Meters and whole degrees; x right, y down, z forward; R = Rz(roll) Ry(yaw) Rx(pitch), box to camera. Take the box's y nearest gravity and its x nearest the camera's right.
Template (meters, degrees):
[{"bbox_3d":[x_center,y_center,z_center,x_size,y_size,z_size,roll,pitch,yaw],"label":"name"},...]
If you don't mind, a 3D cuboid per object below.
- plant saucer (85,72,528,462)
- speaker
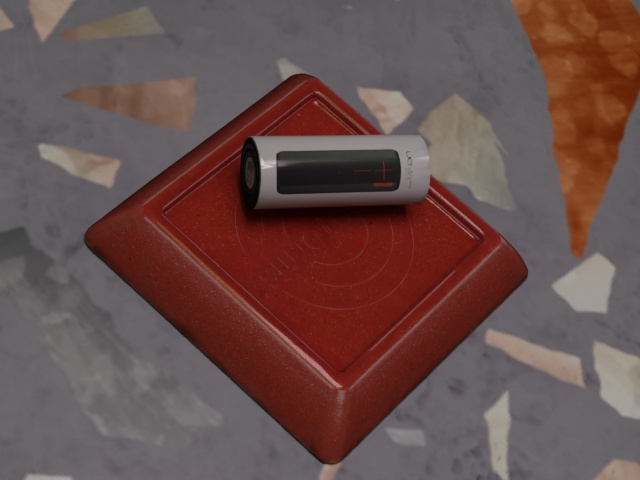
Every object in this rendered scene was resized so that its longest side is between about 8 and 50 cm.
[{"bbox_3d":[0.000,0.000,1.240,0.259,0.048,0.258,42,56,11],"label":"plant saucer"},{"bbox_3d":[0.012,-0.052,1.216,0.136,0.055,0.055,-1,58,-18],"label":"speaker"}]
